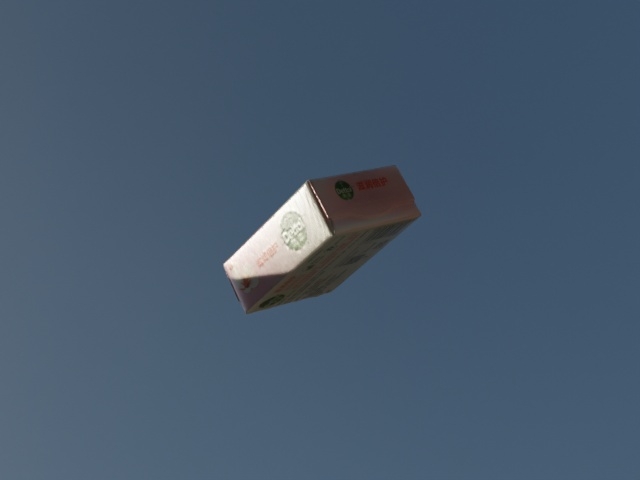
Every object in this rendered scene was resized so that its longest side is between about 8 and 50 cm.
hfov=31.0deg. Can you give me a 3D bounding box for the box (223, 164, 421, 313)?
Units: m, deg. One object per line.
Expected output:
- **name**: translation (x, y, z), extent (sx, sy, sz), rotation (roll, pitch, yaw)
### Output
- **box**: translation (0.000, 0.000, 0.822), extent (0.089, 0.043, 0.125), rotation (-12, -21, -42)
